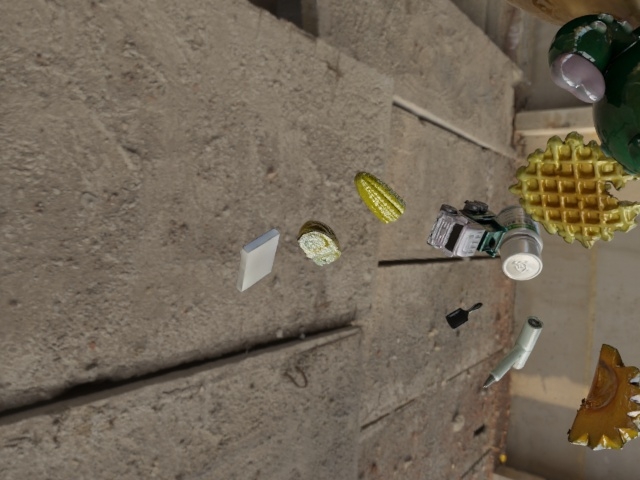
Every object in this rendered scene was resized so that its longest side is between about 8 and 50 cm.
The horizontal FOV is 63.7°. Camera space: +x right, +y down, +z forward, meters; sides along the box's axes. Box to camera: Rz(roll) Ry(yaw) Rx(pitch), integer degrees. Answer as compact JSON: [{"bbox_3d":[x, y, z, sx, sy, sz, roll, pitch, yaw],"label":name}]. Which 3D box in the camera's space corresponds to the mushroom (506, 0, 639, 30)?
[{"bbox_3d":[0.317,-0.406,0.705,0.224,0.313,0.398,-24,87,-13],"label":"mushroom"}]

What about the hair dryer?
[{"bbox_3d":[0.439,0.275,1.200,0.183,0.044,0.155,-28,138,-33],"label":"hair dryer"}]

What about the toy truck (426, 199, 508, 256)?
[{"bbox_3d":[0.346,-0.019,1.168,0.215,0.116,0.110,-4,120,-46],"label":"toy truck"}]

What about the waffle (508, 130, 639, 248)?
[{"bbox_3d":[0.552,-0.099,1.116,0.056,0.261,0.250,-46,169,-37],"label":"waffle"}]

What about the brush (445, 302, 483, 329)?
[{"bbox_3d":[0.586,0.294,2.084,0.193,0.016,0.063,-24,79,-27],"label":"brush"}]

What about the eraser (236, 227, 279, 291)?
[{"bbox_3d":[-0.150,0.049,1.222,0.103,0.023,0.151,-34,155,-37],"label":"eraser"}]

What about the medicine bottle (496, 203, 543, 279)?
[{"bbox_3d":[0.624,0.004,1.623,0.237,0.138,0.139,-71,144,-47],"label":"medicine bottle"}]

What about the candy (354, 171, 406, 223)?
[{"bbox_3d":[0.167,-0.135,1.533,0.094,0.106,0.198,-47,126,6],"label":"candy"}]

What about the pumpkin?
[{"bbox_3d":[0.661,0.385,1.165,0.254,0.130,0.149,-56,140,-25],"label":"pumpkin"}]

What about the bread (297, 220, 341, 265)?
[{"bbox_3d":[0.000,0.000,1.262,0.095,0.082,0.157,-101,164,-47],"label":"bread"}]

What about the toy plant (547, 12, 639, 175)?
[{"bbox_3d":[0.338,-0.135,0.508,0.243,0.113,0.233,-22,69,-34],"label":"toy plant"}]
